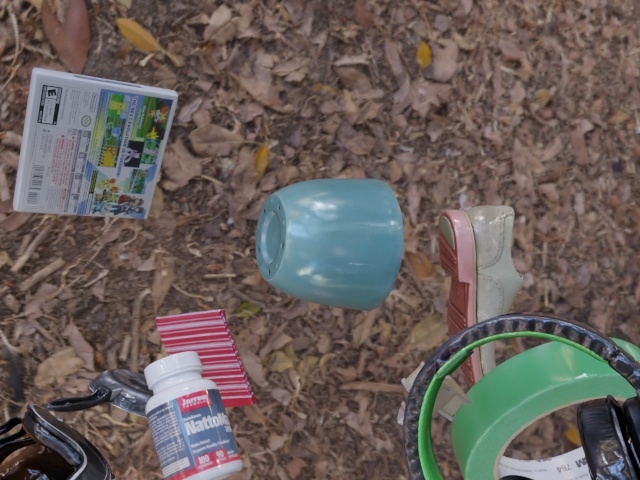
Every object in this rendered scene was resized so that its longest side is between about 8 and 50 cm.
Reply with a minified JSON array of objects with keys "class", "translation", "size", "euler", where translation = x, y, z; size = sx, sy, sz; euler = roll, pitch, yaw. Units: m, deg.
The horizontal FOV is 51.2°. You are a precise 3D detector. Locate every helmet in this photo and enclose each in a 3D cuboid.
[{"class":"helmet","translation":[-0.269,0.256,0.629],"size":[0.169,0.169,0.161],"euler":[-32,61,-33]}]

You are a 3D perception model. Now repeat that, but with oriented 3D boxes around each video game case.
[{"class":"video game case","translation":[-0.496,-0.199,1.474],"size":[0.300,0.036,0.328],"euler":[3,123,-33]}]

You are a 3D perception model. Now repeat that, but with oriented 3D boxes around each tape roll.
[{"class":"tape roll","translation":[0.356,0.281,0.975],"size":[0.321,0.321,0.077],"euler":[34,23,-28]}]

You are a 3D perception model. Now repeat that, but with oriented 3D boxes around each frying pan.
[{"class":"frying pan","translation":[-0.398,0.283,1.272],"size":[0.326,0.197,0.053],"euler":[27,85,-45]}]

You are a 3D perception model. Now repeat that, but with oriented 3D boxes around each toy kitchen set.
[{"class":"toy kitchen set","translation":[0.109,0.169,0.763],"size":[0.068,0.075,0.083],"euler":[-47,122,7]}]

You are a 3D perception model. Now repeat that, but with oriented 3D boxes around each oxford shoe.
[{"class":"oxford shoe","translation":[0.320,0.123,1.262],"size":[0.147,0.140,0.396],"euler":[-12,113,-6]}]

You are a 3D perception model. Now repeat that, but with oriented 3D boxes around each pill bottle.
[{"class":"pill bottle","translation":[-0.187,0.256,0.948],"size":[0.108,0.108,0.180],"euler":[-9,67,-36]}]

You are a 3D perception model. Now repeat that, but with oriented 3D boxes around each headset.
[{"class":"headset","translation":[0.240,0.243,0.586],"size":[0.394,0.243,0.185],"euler":[46,14,16]}]

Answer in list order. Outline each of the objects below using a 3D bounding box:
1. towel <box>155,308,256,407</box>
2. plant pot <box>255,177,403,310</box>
[{"class":"towel","translation":[-0.282,0.300,1.658],"size":[0.031,0.199,0.274],"euler":[-52,128,-62]},{"class":"plant pot","translation":[0.000,0.000,1.421],"size":[0.235,0.293,0.292],"euler":[5,82,-25]}]
